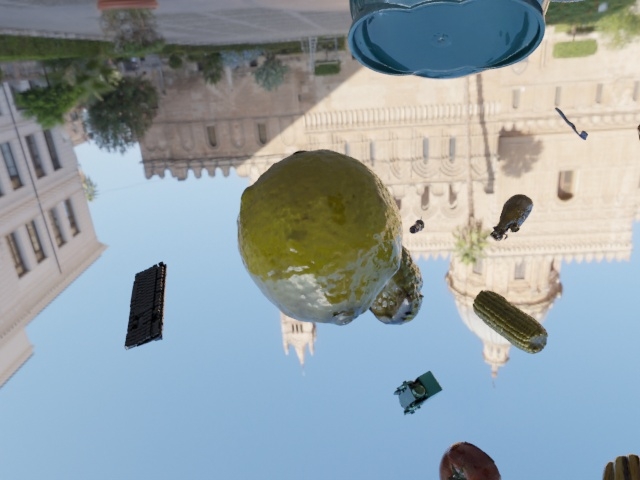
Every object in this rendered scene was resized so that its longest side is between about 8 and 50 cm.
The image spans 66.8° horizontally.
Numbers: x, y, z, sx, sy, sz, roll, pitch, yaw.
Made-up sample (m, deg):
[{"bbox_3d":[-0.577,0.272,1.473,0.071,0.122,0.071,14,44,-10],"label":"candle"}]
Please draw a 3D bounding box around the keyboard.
[{"bbox_3d":[-0.277,0.098,0.775,0.060,0.018,0.195,-20,-147,-4],"label":"keyboard"}]

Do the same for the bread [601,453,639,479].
[{"bbox_3d":[0.577,0.514,0.929,0.077,0.116,0.201,-3,-130,36],"label":"bread"}]

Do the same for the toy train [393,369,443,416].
[{"bbox_3d":[0.358,0.560,1.786,0.154,0.198,0.107,-21,-116,-21],"label":"toy train"}]

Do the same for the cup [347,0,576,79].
[{"bbox_3d":[0.175,-0.324,0.522,0.289,0.258,0.219,4,163,21],"label":"cup"}]

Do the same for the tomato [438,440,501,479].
[{"bbox_3d":[0.458,0.756,1.534,0.085,0.225,0.225,3,-166,-36],"label":"tomato"}]

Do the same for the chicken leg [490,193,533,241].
[{"bbox_3d":[0.588,-0.064,1.511,0.085,0.101,0.207,36,-119,18],"label":"chicken leg"}]

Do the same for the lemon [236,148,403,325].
[{"bbox_3d":[0.000,0.000,1.012,0.349,0.350,0.388,-9,-117,-10],"label":"lemon"}]

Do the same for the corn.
[{"bbox_3d":[0.426,0.180,1.111,0.080,0.080,0.238,-10,-162,-12],"label":"corn"}]

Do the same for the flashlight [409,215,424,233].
[{"bbox_3d":[0.282,-0.038,1.406,0.031,0.052,0.110,17,-161,20],"label":"flashlight"}]

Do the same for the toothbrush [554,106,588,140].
[{"bbox_3d":[0.647,-0.307,1.259,0.013,0.019,0.193,11,-144,-8],"label":"toothbrush"}]

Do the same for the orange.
[{"bbox_3d":[0.251,0.125,1.781,0.210,0.369,0.271,-29,179,-29],"label":"orange"}]

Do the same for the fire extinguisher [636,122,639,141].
[{"bbox_3d":[0.573,-0.208,0.841,0.022,0.083,0.028,-1,-121,2],"label":"fire extinguisher"}]
